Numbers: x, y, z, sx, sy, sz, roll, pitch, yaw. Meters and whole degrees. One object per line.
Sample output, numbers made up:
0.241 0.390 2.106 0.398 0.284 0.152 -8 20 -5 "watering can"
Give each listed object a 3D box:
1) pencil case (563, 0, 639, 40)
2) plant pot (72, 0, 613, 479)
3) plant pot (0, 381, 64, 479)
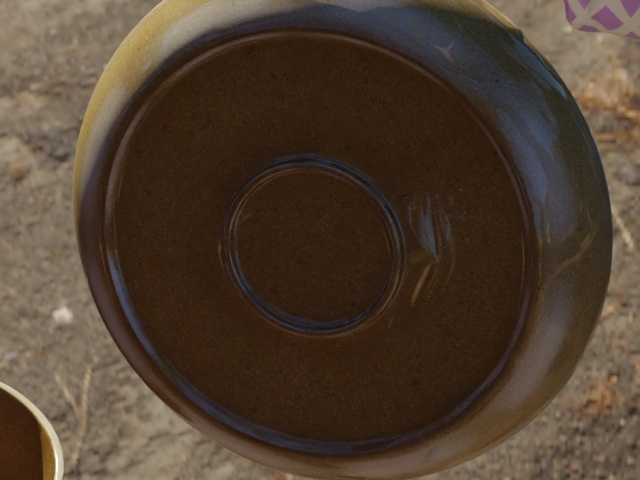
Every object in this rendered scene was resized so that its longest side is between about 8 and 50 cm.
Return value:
0.221 -0.129 0.724 0.206 0.086 0.088 14 83 20 "pencil case"
0.000 0.000 0.614 0.236 0.236 0.032 6 19 15 "plant pot"
-0.305 0.247 1.010 0.237 0.254 0.237 9 29 -5 "plant pot"
